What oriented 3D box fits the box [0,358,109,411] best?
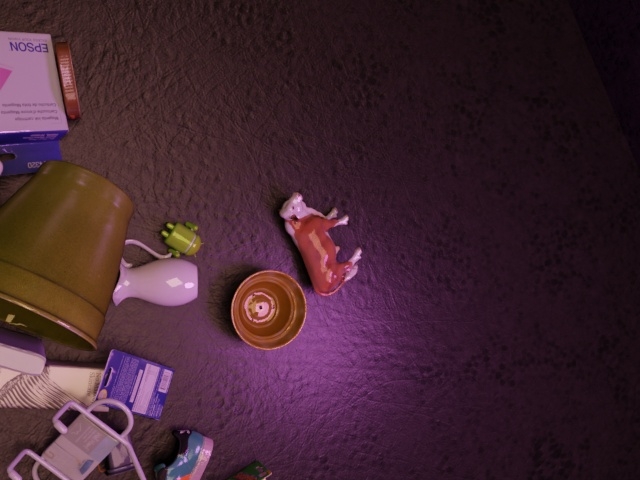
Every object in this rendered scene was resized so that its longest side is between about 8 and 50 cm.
[{"bbox_3d":[-0.652,0.350,1.641,0.275,0.094,0.113,7,86,-23],"label":"box"}]

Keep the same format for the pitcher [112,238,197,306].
[{"bbox_3d":[-0.423,0.082,1.741,0.207,0.125,0.177,0,76,-12],"label":"pitcher"}]

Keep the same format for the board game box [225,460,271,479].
[{"bbox_3d":[-0.253,0.680,1.790,0.259,0.124,0.039,-30,102,-21],"label":"board game box"}]

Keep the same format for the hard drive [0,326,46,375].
[{"bbox_3d":[-0.725,0.219,1.471,0.233,0.353,0.047,22,80,-21],"label":"hard drive"}]

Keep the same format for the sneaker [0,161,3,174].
[{"bbox_3d":[-0.796,-0.059,1.519,0.122,0.330,0.146,44,33,0],"label":"sneaker"}]

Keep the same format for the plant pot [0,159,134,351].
[{"bbox_3d":[-0.610,0.019,1.554,0.367,0.366,0.352,29,67,-20],"label":"plant pot"}]

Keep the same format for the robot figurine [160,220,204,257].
[{"bbox_3d":[-0.367,-0.004,1.787,0.115,0.067,0.101,34,82,-19],"label":"robot figurine"}]

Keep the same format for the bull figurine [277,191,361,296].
[{"bbox_3d":[0.000,0.000,1.927,0.188,0.101,0.310,-21,97,-24],"label":"bull figurine"}]

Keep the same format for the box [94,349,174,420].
[{"bbox_3d":[-0.468,0.359,1.683,0.225,0.037,0.136,39,61,-52],"label":"box"}]

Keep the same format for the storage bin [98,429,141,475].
[{"bbox_3d":[-0.509,0.528,1.686,0.098,0.135,0.091,-11,82,-23],"label":"storage bin"}]

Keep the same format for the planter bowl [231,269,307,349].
[{"bbox_3d":[-0.154,0.188,1.862,0.217,0.090,0.217,0,89,-24],"label":"planter bowl"}]

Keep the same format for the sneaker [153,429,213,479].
[{"bbox_3d":[-0.393,0.637,1.746,0.121,0.108,0.302,29,70,-19],"label":"sneaker"}]

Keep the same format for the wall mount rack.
[{"bbox_3d":[-0.540,0.545,1.571,0.304,0.130,0.350,42,109,-9],"label":"wall mount rack"}]

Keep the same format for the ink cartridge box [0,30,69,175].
[{"bbox_3d":[-0.752,-0.315,1.553,0.324,0.071,0.330,-16,98,-49],"label":"ink cartridge box"}]

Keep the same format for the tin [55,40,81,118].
[{"bbox_3d":[-0.623,-0.394,1.665,0.040,0.106,0.189,-10,92,-23],"label":"tin"}]
